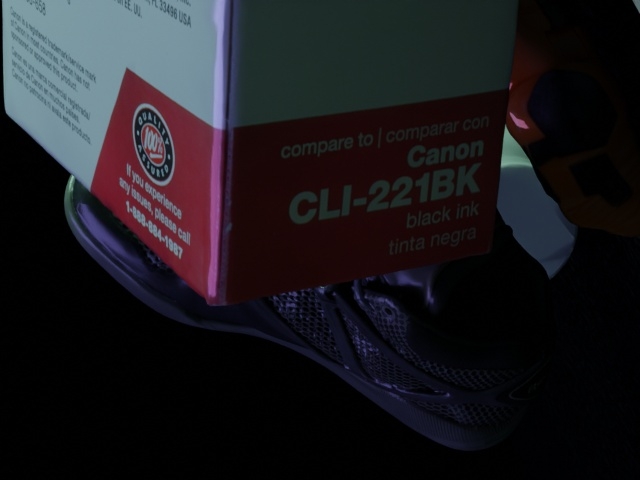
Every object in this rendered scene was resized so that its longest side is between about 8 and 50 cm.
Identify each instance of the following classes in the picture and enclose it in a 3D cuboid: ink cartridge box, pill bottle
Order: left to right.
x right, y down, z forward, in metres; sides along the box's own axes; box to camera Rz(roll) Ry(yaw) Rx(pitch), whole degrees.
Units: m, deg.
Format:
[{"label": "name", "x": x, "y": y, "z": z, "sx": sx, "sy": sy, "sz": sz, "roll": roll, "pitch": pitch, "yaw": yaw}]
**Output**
[{"label": "ink cartridge box", "x": -0.026, "y": -0.146, "z": 0.566, "sx": 0.197, "sy": 0.114, "sz": 0.273, "roll": 38, "pitch": 132, "yaw": 51}, {"label": "pill bottle", "x": 0.108, "y": -0.028, "z": 1.122, "sx": 0.186, "sy": 0.112, "sz": 0.112, "roll": -116, "pitch": 0, "yaw": -75}]

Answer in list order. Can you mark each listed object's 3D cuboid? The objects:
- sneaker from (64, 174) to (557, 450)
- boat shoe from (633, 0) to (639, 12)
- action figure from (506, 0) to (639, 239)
[{"label": "sneaker", "x": 0.000, "y": 0.000, "z": 0.713, "sx": 0.227, "sy": 0.087, "sz": 0.130, "roll": 28, "pitch": 149, "yaw": 5}, {"label": "boat shoe", "x": 0.102, "y": -0.080, "z": 0.367, "sx": 0.257, "sy": 0.095, "sz": 0.095, "roll": 64, "pitch": -174, "yaw": -48}, {"label": "action figure", "x": 0.042, "y": -0.112, "z": 0.787, "sx": 0.341, "sy": 0.178, "sz": 0.330, "roll": 13, "pitch": 129, "yaw": 57}]
